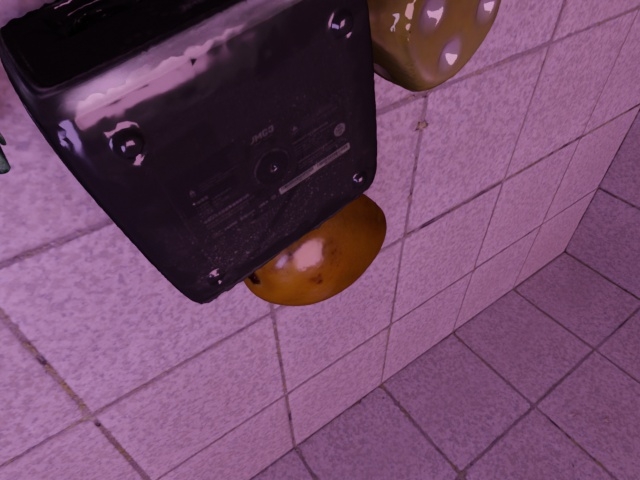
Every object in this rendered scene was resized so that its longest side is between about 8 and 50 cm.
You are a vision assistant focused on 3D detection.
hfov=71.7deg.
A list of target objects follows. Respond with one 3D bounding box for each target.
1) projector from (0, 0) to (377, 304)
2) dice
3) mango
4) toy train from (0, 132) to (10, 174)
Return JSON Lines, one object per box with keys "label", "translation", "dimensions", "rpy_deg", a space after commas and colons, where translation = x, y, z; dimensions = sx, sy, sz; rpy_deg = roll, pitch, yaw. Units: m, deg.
{"label": "projector", "translation": [-0.129, -0.156, 0.634], "dimensions": [0.395, 0.242, 0.405], "rpy_deg": [-37, 146, -16]}
{"label": "dice", "translation": [0.147, -0.413, 0.742], "dimensions": [0.233, 0.227, 0.238], "rpy_deg": [19, 109, -53]}
{"label": "mango", "translation": [0.000, 0.000, 0.998], "dimensions": [0.446, 0.232, 0.299], "rpy_deg": [-9, 129, -55]}
{"label": "toy train", "translation": [-0.479, -0.153, 0.439], "dimensions": [0.202, 0.145, 0.265], "rpy_deg": [-31, 142, -24]}
